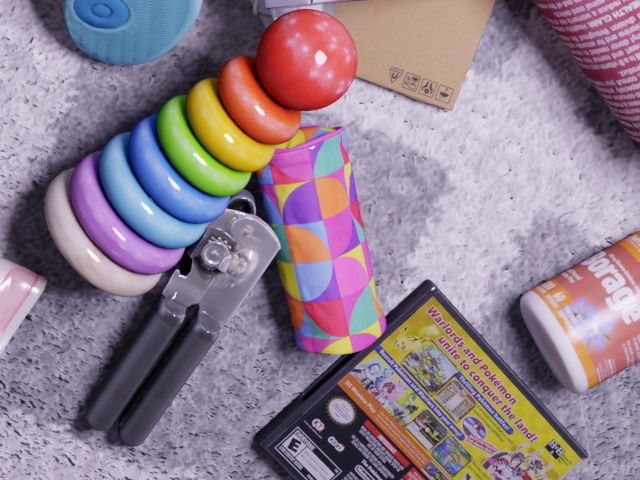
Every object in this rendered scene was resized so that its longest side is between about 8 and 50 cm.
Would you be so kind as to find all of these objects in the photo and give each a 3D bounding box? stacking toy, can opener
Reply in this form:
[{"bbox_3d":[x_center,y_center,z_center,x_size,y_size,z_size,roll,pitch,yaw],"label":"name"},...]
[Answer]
[{"bbox_3d":[-0.096,-0.087,1.364,0.330,0.141,0.141,-36,111,25],"label":"stacking toy"},{"bbox_3d":[-0.139,0.075,1.499,0.076,0.095,0.283,29,112,-18],"label":"can opener"}]

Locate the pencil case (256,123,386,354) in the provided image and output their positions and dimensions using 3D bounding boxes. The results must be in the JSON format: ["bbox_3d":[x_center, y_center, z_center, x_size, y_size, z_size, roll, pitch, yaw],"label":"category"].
[{"bbox_3d":[0.000,0.000,1.494,0.104,0.104,0.236,-15,109,-8],"label":"pencil case"}]

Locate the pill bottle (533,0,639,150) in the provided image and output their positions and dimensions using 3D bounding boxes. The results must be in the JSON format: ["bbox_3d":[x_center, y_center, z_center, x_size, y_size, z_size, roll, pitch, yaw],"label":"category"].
[{"bbox_3d":[0.357,-0.211,1.445,0.224,0.224,0.392,-39,109,0],"label":"pill bottle"}]

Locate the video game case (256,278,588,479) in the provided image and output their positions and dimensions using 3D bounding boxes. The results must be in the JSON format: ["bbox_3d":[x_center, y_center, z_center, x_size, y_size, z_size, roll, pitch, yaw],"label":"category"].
[{"bbox_3d":[0.112,0.220,1.607,0.248,0.035,0.275,-42,108,1],"label":"video game case"}]

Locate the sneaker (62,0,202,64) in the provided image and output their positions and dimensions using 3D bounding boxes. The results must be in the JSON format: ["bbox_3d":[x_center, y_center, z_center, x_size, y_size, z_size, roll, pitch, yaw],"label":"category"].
[{"bbox_3d":[-0.152,-0.323,1.358,0.127,0.208,0.319,12,142,-12],"label":"sneaker"}]

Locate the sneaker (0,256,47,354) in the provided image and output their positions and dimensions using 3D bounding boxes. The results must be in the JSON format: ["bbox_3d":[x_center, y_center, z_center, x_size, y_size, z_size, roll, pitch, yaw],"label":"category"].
[{"bbox_3d":[-0.332,0.076,1.466,0.070,0.051,0.134,33,92,-16],"label":"sneaker"}]

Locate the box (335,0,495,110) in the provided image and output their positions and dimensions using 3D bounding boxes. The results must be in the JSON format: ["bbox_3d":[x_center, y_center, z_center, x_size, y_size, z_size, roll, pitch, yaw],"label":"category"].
[{"bbox_3d":[0.070,-0.237,1.483,0.201,0.021,0.164,18,100,-16],"label":"box"}]

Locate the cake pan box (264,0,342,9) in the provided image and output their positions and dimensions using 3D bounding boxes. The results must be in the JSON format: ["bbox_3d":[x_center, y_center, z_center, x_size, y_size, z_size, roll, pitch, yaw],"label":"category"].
[{"bbox_3d":[0.042,-0.350,1.349,0.246,0.070,0.266,-18,105,-44],"label":"cake pan box"}]

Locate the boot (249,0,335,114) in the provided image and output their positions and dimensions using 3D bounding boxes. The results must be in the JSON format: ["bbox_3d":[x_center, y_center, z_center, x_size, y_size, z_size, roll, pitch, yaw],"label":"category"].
[{"bbox_3d":[-0.052,-0.249,1.412,0.123,0.095,0.258,3,92,9],"label":"boot"}]

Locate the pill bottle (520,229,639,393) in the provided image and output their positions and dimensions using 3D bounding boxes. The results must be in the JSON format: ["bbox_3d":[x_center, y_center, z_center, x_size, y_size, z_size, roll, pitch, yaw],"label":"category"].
[{"bbox_3d":[0.328,0.059,1.565,0.216,0.121,0.121,-29,109,-4],"label":"pill bottle"}]
